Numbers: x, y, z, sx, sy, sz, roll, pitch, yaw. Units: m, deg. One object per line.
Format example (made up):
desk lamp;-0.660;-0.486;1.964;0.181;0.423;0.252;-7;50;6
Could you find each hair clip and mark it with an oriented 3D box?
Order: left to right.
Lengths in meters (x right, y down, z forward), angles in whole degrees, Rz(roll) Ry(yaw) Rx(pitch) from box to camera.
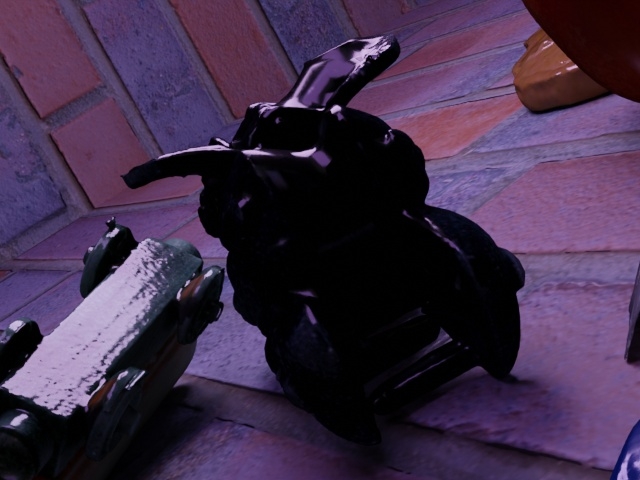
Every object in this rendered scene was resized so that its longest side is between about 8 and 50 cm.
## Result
hair clip;-0.002;-0.005;0.740;0.194;0.206;0.310;-27;12;-8

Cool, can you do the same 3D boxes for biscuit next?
biscuit;0.381;-0.259;1.197;0.385;0.062;0.365;-24;14;21

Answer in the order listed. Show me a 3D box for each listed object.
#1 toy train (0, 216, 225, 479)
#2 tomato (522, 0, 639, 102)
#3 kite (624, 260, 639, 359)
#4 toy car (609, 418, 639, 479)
toy train;-0.165;0.107;0.839;0.285;0.116;0.177;-59;-9;-60
tomato;0.304;-0.270;0.891;0.325;0.290;0.293;-41;10;18
kite;0.186;-0.060;0.588;0.015;0.245;0.141;9;39;11
toy car;0.149;0.089;0.411;0.103;0.063;0.216;-18;18;41
